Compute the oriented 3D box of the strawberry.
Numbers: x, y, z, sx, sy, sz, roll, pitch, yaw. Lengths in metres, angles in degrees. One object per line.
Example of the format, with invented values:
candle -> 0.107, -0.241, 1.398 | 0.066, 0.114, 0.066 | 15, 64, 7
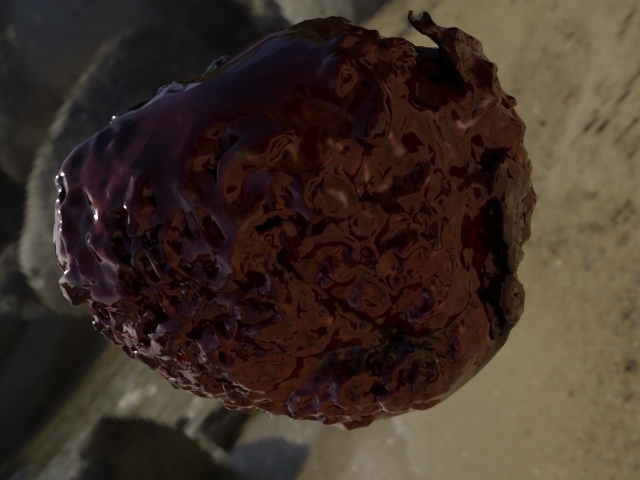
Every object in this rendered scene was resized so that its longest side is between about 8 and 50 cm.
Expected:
strawberry -> 0.000, 0.000, 0.907 | 0.274, 0.220, 0.274 | -24, -15, -7
